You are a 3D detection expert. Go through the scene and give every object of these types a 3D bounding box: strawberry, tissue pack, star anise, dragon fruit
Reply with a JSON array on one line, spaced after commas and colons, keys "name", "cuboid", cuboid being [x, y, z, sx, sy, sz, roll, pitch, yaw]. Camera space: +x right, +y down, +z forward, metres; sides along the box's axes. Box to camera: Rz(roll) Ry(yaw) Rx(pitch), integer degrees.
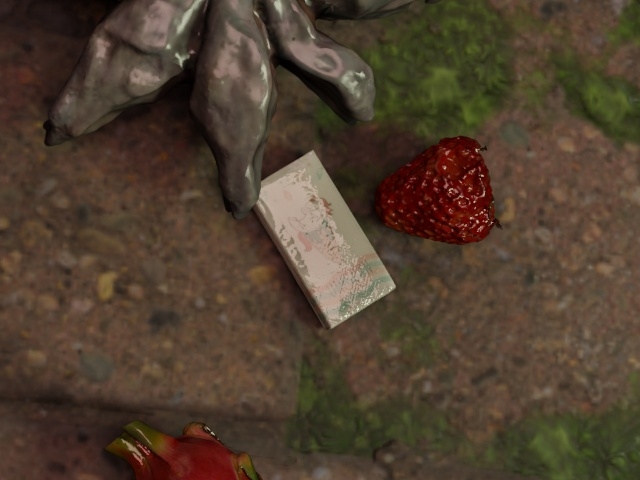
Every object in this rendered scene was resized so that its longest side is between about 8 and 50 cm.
[{"name": "strawberry", "cuboid": [0.077, -0.028, 1.209, 0.083, 0.073, 0.073, -19, 86, -2]}, {"name": "tissue pack", "cuboid": [0.000, 0.000, 1.206, 0.056, 0.023, 0.108, -32, 90, -16]}, {"name": "star anise", "cuboid": [-0.086, -0.174, 1.154, 0.359, 0.139, 0.316, -3, 78, -6]}, {"name": "dragon fruit", "cuboid": [-0.081, 0.156, 1.136, 0.086, 0.081, 0.116, -33, 91, -5]}]
